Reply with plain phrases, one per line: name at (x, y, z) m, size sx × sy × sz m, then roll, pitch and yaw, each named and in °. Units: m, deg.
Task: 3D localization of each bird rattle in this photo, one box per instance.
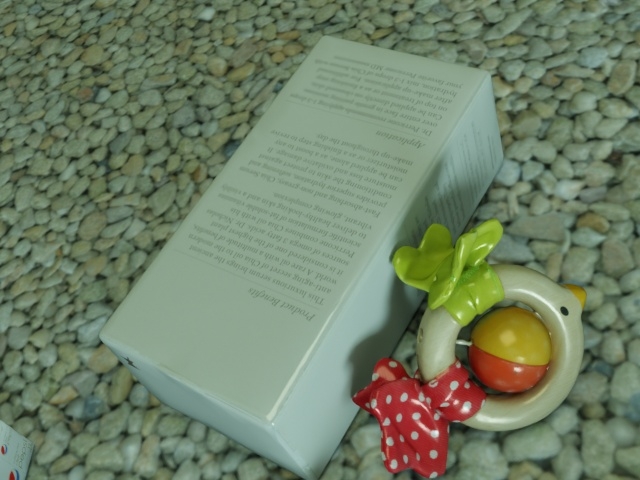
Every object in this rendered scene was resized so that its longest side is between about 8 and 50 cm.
bird rattle at (0.152, 0.108, 0.826) m, size 0.206 × 0.143 × 0.254 m, roll 10°, pitch 88°, yaw -6°

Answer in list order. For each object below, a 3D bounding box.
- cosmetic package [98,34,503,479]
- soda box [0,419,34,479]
cosmetic package at (0.000, 0.000, 0.955) m, size 0.230 × 0.161 × 0.453 m, roll 21°, pitch 64°, yaw 30°
soda box at (-0.442, 0.253, 0.977) m, size 0.216 × 0.074 × 0.069 m, roll -7°, pitch 54°, yaw 14°
